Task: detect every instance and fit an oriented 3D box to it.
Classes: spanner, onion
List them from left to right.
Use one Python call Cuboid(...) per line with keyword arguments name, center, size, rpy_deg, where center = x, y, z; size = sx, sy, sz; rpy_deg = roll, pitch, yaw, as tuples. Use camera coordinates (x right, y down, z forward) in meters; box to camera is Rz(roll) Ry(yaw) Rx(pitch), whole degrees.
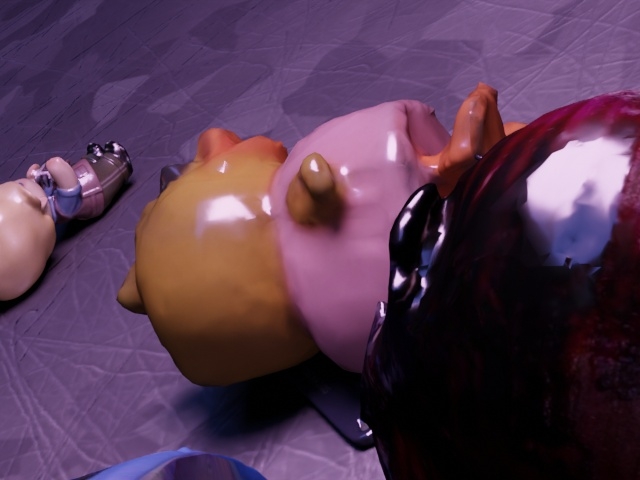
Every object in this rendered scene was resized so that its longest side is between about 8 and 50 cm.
Cuboid(name="spanner", center=(-0.006, 0.084, 1.011), size=(0.046, 0.012, 0.208), rpy_deg=(-37, 27, -10))
Cuboid(name="onion", center=(0.128, 0.055, 0.642), size=(0.221, 0.281, 0.281), rpy_deg=(16, 45, 13))

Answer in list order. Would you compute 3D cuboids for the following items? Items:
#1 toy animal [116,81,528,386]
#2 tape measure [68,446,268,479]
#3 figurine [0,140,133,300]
Cuboid(name="toy animal", center=(-0.002, 0.004, 0.974), size=(0.281, 0.195, 0.169), rpy_deg=(-6, 72, 26))
Cuboid(name="tape measure", center=(-0.064, 0.211, 0.582), size=(0.138, 0.259, 0.262), rpy_deg=(-24, 27, 16))
Cuboid(name="figurine", center=(-0.251, -0.029, 1.376), size=(0.114, 0.108, 0.196), rpy_deg=(9, 42, 48))
